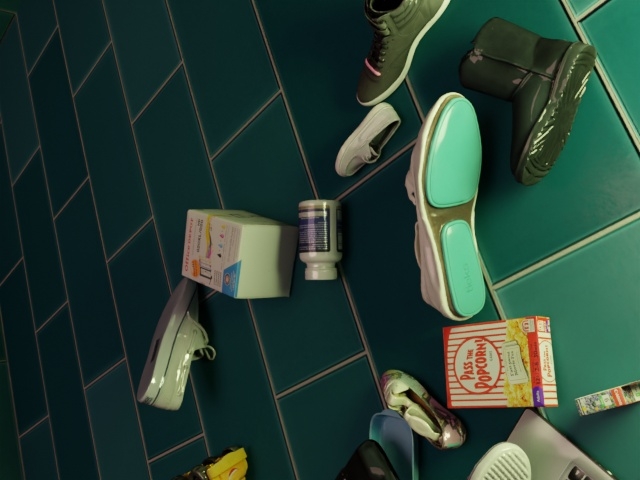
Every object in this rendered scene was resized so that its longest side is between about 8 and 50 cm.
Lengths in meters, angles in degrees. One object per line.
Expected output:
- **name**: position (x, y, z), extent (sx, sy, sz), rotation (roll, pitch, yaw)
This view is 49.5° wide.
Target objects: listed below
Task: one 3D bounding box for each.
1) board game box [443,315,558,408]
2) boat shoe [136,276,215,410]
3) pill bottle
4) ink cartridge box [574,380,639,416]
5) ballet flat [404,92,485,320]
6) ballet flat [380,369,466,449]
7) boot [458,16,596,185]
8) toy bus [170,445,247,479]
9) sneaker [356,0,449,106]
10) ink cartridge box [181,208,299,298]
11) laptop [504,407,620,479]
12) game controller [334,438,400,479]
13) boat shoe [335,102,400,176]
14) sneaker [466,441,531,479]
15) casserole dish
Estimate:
- **board game box**: position (0.305, 0.215, 1.198), extent (0.193, 0.045, 0.147), rotation (-16, 70, 45)
- **boat shoe**: position (-0.357, 0.279, 1.849), extent (0.136, 0.156, 0.367), rotation (-37, 34, 45)
- **pill bottle**: position (0.000, 0.000, 1.501), extent (0.094, 0.094, 0.169), rotation (-4, 86, 46)
- **ink cartridge box**: position (0.450, 0.234, 1.041), extent (0.115, 0.062, 0.029), rotation (-32, 65, 41)
- **ballet flat**: position (0.210, -0.056, 1.239), extent (0.139, 0.139, 0.400), rotation (3, 102, 47)
- **ballet flat**: position (0.177, 0.318, 1.316), extent (0.221, 0.079, 0.077), rotation (36, 115, 41)
- **boot**: position (0.321, -0.237, 1.168), extent (0.207, 0.094, 0.247), rotation (32, 109, 42)
- **toy bus**: position (-0.253, 0.647, 1.727), extent (0.220, 0.149, 0.211), rotation (-38, 75, 36)
- **sneaker**: position (0.119, -0.396, 1.350), extent (0.105, 0.146, 0.296), rotation (55, 127, 30)
- **ink cartridge box**: position (-0.196, 0.027, 1.653), extent (0.232, 0.168, 0.171), rotation (16, 101, 46)
- **laptop**: position (0.325, 0.540, 1.039), extent (0.408, 0.236, 0.382), rotation (41, 117, 39)
- **game controller**: position (0.078, 0.543, 1.400), extent (0.166, 0.067, 0.319), rotation (-112, 35, -42)
- **boat shoe**: position (0.100, -0.195, 1.431), extent (0.184, 0.066, 0.063), rotation (-49, 54, 22)
- **sneaker**: position (0.247, 0.436, 1.175), extent (0.161, 0.102, 0.282), rotation (-117, 46, -69)
- **casserole dish**: position (0.149, 0.427, 1.373), extent (0.114, 0.037, 0.188), rotation (-1, 87, 47)
